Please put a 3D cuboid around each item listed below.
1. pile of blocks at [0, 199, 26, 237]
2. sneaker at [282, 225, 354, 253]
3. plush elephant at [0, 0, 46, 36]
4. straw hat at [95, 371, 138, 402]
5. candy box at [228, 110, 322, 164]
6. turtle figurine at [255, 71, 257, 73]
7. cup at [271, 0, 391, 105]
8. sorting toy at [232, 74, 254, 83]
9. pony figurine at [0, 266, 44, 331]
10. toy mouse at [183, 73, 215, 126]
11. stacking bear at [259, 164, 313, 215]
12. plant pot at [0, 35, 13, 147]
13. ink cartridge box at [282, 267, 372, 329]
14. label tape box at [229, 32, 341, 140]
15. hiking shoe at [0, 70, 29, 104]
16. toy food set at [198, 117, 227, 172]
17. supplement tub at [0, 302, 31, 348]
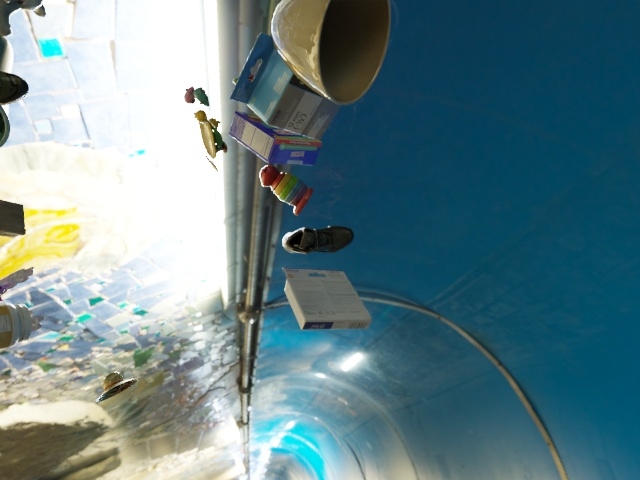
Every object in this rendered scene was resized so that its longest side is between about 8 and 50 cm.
[{"bbox_3d":[-1.064,-0.034,1.238,0.362,0.112,0.149,-53,126,-70],"label":"pile of blocks"},{"bbox_3d":[0.000,0.000,1.294,0.130,0.227,0.087,-167,-106,-81],"label":"sneaker"},{"bbox_3d":[-0.818,-0.631,1.029,0.255,0.330,0.272,30,-12,-21],"label":"plush elephant"},{"bbox_3d":[-0.694,0.477,1.408,0.061,0.144,0.144,57,-24,14],"label":"straw hat"},{"bbox_3d":[-0.200,-0.447,1.844,0.317,0.268,0.122,39,-59,34],"label":"candy box"},{"bbox_3d":[-0.155,-0.661,1.662,0.175,0.234,0.118,43,10,2],"label":"turtle figurine"},{"bbox_3d":[0.007,-0.569,1.151,0.236,0.331,0.331,27,-42,28],"label":"cup"},{"bbox_3d":[-0.320,-0.657,1.749,0.101,0.061,0.042,-7,-82,27],"label":"sorting toy"},{"bbox_3d":[-1.325,0.258,1.641,0.363,0.350,0.303,62,7,-66],"label":"pony figurine"},{"bbox_3d":[-0.385,-0.436,1.288,0.161,0.031,0.143,33,-45,33],"label":"toy mouse"},{"bbox_3d":[-0.196,-0.291,2.243,0.289,0.164,0.175,34,16,-12],"label":"stacking bear"},{"bbox_3d":[-1.073,-0.483,1.218,0.341,0.340,0.334,105,-23,-56],"label":"plant pot"},{"bbox_3d":[0.017,0.252,1.837,0.330,0.323,0.072,59,-44,49],"label":"ink cartridge box"},{"bbox_3d":[-0.091,-0.501,1.412,0.249,0.347,0.115,-52,-130,33],"label":"label tape box"},{"bbox_3d":[-0.839,-0.375,1.006,0.114,0.226,0.086,-147,-124,-67],"label":"hiking shoe"},{"bbox_3d":[-0.414,-0.396,1.650,0.128,0.071,0.218,43,-34,37],"label":"toy food set"},{"bbox_3d":[-1.023,0.269,1.286,0.144,0.199,0.145,1,-88,33],"label":"supplement tub"}]
